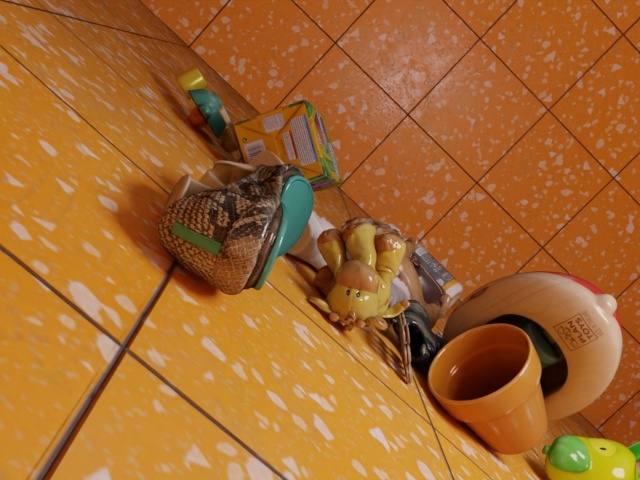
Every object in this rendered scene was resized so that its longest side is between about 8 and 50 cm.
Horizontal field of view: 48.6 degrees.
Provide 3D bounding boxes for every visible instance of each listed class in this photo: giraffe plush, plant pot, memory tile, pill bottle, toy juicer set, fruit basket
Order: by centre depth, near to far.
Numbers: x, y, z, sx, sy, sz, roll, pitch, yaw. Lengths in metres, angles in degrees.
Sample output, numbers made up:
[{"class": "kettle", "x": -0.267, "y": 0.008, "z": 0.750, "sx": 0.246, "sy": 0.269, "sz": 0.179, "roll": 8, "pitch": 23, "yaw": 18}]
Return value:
[{"class": "giraffe plush", "x": 0.060, "y": 0.083, "z": 1.238, "sx": 0.170, "sy": 0.181, "sz": 0.210, "roll": -36, "pitch": 115, "yaw": -72}, {"class": "memory tile", "x": 0.156, "y": 0.191, "z": 1.309, "sx": 0.148, "sy": 0.012, "sz": 0.113, "roll": -74, "pitch": 158, "yaw": -80}, {"class": "plant pot", "x": 0.335, "y": 0.294, "z": 1.337, "sx": 0.188, "sy": 0.205, "sz": 0.205, "roll": 58, "pitch": 2, "yaw": -22}, {"class": "fruit basket", "x": 0.664, "y": 0.535, "z": 1.517, "sx": 0.392, "sy": 0.283, "sz": 0.392, "roll": 60, "pitch": 6, "yaw": -11}, {"class": "toy juicer set", "x": -0.259, "y": -0.280, "z": 1.723, "sx": 0.209, "sy": 0.089, "sz": 0.329, "roll": 61, "pitch": -6, "yaw": -38}, {"class": "pill bottle", "x": 0.253, "y": 0.092, "z": 1.998, "sx": 0.278, "sy": 0.162, "sz": 0.162, "roll": 46, "pitch": 8, "yaw": 18}]

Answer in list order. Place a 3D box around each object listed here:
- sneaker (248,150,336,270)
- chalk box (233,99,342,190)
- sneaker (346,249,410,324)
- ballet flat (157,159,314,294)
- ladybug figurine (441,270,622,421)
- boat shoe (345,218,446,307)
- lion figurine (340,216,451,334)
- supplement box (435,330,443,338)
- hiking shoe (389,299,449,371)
[{"class": "sneaker", "x": -0.052, "y": -0.050, "z": 1.475, "sx": 0.169, "sy": 0.108, "sz": 0.292, "roll": 37, "pitch": 21, "yaw": -50}, {"class": "chalk box", "x": -0.062, "y": -0.199, "z": 1.675, "sx": 0.289, "sy": 0.179, "sz": 0.180, "roll": -8, "pitch": 82, "yaw": -79}, {"class": "sneaker", "x": 0.102, "y": 0.110, "z": 1.479, "sx": 0.105, "sy": 0.115, "sz": 0.281, "roll": 4, "pitch": -33, "yaw": 34}, {"class": "ballet flat", "x": -0.117, "y": -0.046, "z": 1.010, "sx": 0.182, "sy": 0.164, "sz": 0.483, "roll": 24, "pitch": 10, "yaw": 1}, {"class": "ladybug figurine", "x": 0.434, "y": 0.205, "z": 1.443, "sx": 0.162, "sy": 0.449, "sz": 0.305, "roll": -30, "pitch": 83, "yaw": -39}, {"class": "boat shoe", "x": 0.190, "y": 0.063, "z": 1.852, "sx": 0.342, "sy": 0.123, "sz": 0.123, "roll": 42, "pitch": -19, "yaw": 15}, {"class": "lion figurine", "x": 0.194, "y": 0.110, "z": 1.662, "sx": 0.392, "sy": 0.142, "sz": 0.240, "roll": 56, "pitch": 21, "yaw": 14}, {"class": "supplement box", "x": 0.343, "y": 0.289, "z": 1.871, "sx": 0.098, "sy": 0.036, "sz": 0.062, "roll": 40, "pitch": 8, "yaw": -23}, {"class": "hiking shoe", "x": 0.215, "y": 0.235, "z": 1.442, "sx": 0.227, "sy": 0.086, "sz": 0.114, "roll": 51, "pitch": 33, "yaw": -1}]
